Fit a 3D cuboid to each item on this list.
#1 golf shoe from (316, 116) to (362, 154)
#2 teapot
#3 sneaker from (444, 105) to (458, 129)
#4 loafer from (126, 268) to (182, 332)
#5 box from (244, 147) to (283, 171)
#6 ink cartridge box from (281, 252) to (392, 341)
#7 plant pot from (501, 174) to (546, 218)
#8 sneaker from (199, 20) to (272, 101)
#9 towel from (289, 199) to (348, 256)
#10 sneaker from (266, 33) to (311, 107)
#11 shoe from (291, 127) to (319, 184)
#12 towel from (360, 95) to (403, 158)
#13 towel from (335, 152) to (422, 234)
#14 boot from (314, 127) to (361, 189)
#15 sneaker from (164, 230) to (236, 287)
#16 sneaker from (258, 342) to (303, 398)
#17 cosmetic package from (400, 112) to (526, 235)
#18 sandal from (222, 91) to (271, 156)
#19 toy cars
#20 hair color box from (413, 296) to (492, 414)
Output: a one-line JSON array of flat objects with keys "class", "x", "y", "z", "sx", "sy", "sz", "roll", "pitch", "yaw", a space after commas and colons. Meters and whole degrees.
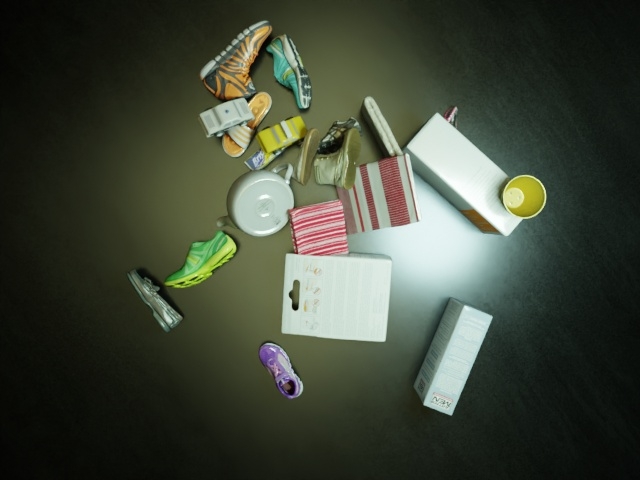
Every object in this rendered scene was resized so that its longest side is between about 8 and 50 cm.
[{"class": "golf shoe", "x": 0.053, "y": -0.383, "z": 1.884, "sx": 0.198, "sy": 0.077, "sz": 0.094, "roll": -20, "pitch": 63, "yaw": 10}, {"class": "teapot", "x": -0.226, "y": -0.151, "z": 1.837, "sx": 0.255, "sy": 0.187, "sz": 0.253, "roll": -3, "pitch": 113, "yaw": -26}, {"class": "sneaker", "x": 0.482, "y": -0.433, "z": 1.894, "sx": 0.057, "sy": 0.047, "sz": 0.120, "roll": 21, "pitch": 93, "yaw": -23}, {"class": "loafer", "x": -0.613, "y": 0.210, "z": 1.903, "sx": 0.084, "sy": 0.096, "sz": 0.268, "roll": -34, "pitch": 100, "yaw": -18}, {"class": "box", "x": -0.197, "y": -0.317, "z": 1.886, "sx": 0.169, "sy": 0.054, "sz": 0.059, "roll": -41, "pitch": 92, "yaw": 1}, {"class": "ink cartridge box", "x": 0.059, "y": 0.200, "z": 1.882, "sx": 0.384, "sy": 0.091, "sz": 0.309, "roll": 4, "pitch": 101, "yaw": 2}, {"class": "plant pot", "x": 0.635, "y": -0.138, "z": 1.649, "sx": 0.134, "sy": 0.095, "sz": 0.135, "roll": 0, "pitch": 92, "yaw": -1}, {"class": "sneaker", "x": -0.265, "y": -0.625, "z": 1.850, "sx": 0.321, "sy": 0.124, "sz": 0.180, "roll": -39, "pitch": 96, "yaw": 12}, {"class": "towel", "x": 0.000, "y": 0.000, "z": 1.858, "sx": 0.198, "sy": 0.031, "sz": 0.275, "roll": -12, "pitch": 114, "yaw": -8}, {"class": "sneaker", "x": -0.111, "y": -0.602, "z": 1.866, "sx": 0.109, "sy": 0.107, "sz": 0.276, "roll": -22, "pitch": 88, "yaw": 20}, {"class": "shoe", "x": -0.058, "y": -0.305, "z": 1.848, "sx": 0.058, "sy": 0.076, "sz": 0.219, "roll": 30, "pitch": 125, "yaw": 22}, {"class": "towel", "x": 0.223, "y": -0.370, "z": 1.818, "sx": 0.049, "sy": 0.187, "sz": 0.283, "roll": -28, "pitch": 94, "yaw": 3}, {"class": "towel", "x": 0.195, "y": -0.156, "z": 1.801, "sx": 0.328, "sy": 0.037, "sz": 0.237, "roll": -10, "pitch": 95, "yaw": 44}, {"class": "boot", "x": 0.057, "y": -0.297, "z": 1.835, "sx": 0.165, "sy": 0.077, "sz": 0.214, "roll": 15, "pitch": 100, "yaw": 44}, {"class": "sneaker", "x": -0.447, "y": 0.074, "z": 1.893, "sx": 0.295, "sy": 0.109, "sz": 0.124, "roll": -34, "pitch": 71, "yaw": 2}, {"class": "sneaker", "x": -0.148, "y": 0.488, "z": 1.900, "sx": 0.095, "sy": 0.104, "sz": 0.237, "roll": -34, "pitch": 91, "yaw": 3}, {"class": "cosmetic package", "x": 0.500, "y": -0.222, "z": 1.806, "sx": 0.453, "sy": 0.230, "sz": 0.161, "roll": 42, "pitch": 92, "yaw": -1}, {"class": "sandal", "x": -0.275, "y": -0.431, "z": 1.869, "sx": 0.101, "sy": 0.076, "sz": 0.265, "roll": 32, "pitch": 93, "yaw": -1}, {"class": "toy cars", "x": -0.225, "y": -0.407, "z": 1.795, "sx": 0.393, "sy": 0.087, "sz": 0.177, "roll": 15, "pitch": 78, "yaw": -11}, {"class": "hair color box", "x": 0.470, "y": 0.409, "z": 1.857, "sx": 0.113, "sy": 0.185, "sz": 0.375, "roll": 22, "pitch": 93, "yaw": -2}]
